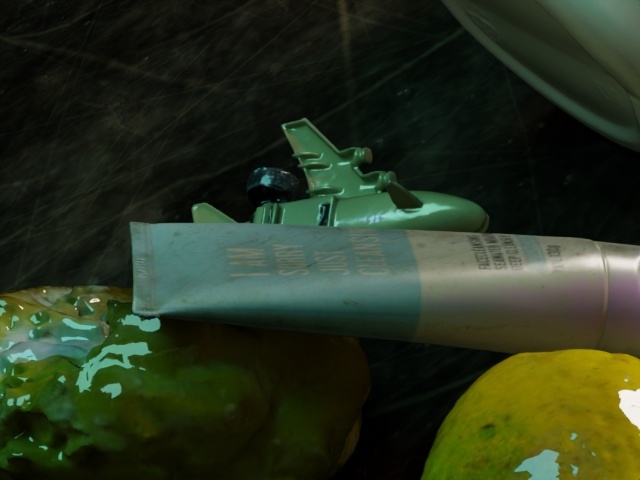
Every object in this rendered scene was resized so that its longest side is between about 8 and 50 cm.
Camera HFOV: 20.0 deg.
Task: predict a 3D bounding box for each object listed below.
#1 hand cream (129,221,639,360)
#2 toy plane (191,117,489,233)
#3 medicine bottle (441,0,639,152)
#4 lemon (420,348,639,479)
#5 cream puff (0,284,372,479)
[{"bbox_3d":[0.048,0.021,1.028,0.312,0.070,0.111,6,27,-11],"label":"hand cream"},{"bbox_3d":[0.000,0.000,1.258,0.244,0.092,0.229,-14,52,34],"label":"toy plane"},{"bbox_3d":[0.208,-0.217,1.174,0.241,0.252,0.252,-47,33,-4],"label":"medicine bottle"},{"bbox_3d":[0.128,0.147,0.868,0.170,0.170,0.207,-19,40,23],"label":"lemon"},{"bbox_3d":[-0.109,0.118,1.096,0.282,0.185,0.282,1,4,0],"label":"cream puff"}]
